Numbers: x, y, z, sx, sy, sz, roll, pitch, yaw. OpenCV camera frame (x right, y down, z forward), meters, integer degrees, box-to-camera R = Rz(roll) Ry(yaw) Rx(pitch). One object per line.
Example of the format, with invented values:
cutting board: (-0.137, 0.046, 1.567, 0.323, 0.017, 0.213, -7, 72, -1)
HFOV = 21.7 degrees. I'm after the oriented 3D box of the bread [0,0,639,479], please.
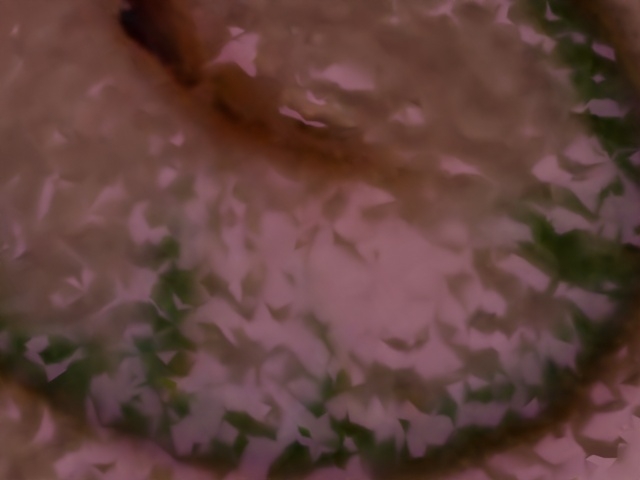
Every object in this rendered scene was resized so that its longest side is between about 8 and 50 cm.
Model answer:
bread: (0.000, 0.000, 0.483, 0.382, 0.129, 0.366, -38, 81, -20)
